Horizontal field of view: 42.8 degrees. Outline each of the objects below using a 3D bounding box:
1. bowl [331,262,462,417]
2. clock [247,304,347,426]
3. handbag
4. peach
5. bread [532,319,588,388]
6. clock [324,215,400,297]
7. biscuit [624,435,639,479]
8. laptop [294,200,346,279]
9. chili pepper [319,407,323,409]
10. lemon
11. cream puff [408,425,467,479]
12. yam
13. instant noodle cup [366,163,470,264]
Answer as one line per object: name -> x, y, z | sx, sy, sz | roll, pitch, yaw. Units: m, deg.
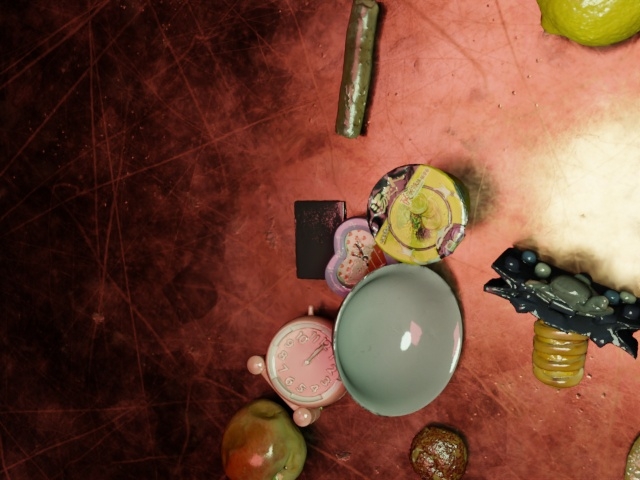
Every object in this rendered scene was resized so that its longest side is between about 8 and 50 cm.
bowl -> 0.144, 0.215, 1.860 | 0.157, 0.345, 0.346 | 7, 104, 62
clock -> -0.017, 0.291, 1.985 | 0.227, 0.142, 0.241 | 45, 100, 13
handbag -> 0.508, 0.117, 1.672 | 0.325, 0.269, 0.118 | 22, 104, 17
peach -> -0.145, 0.507, 2.039 | 0.214, 0.214, 0.236 | -50, 44, 21
bread -> 0.524, 0.243, 1.788 | 0.119, 0.084, 0.177 | 5, 104, 21
clock -> 0.106, 0.043, 1.926 | 0.172, 0.064, 0.198 | 14, 105, 3
biscuit -> 0.745, 0.470, 1.759 | 0.141, 0.038, 0.290 | 40, 109, 12
laptop -> 0.000, 0.000, 1.992 | 0.135, 0.016, 0.197 | 2, 97, 22
chili pepper -> -0.027, 0.400, 2.064 | 0.083, 0.017, 0.030 | 21, 106, 20
lemon -> 0.552, -0.514, 1.563 | 0.310, 0.253, 0.253 | -40, 83, 17
cream puff -> 0.274, 0.515, 1.928 | 0.149, 0.084, 0.149 | 3, 98, 22
yam -> 0.082, -0.394, 1.867 | 0.071, 0.067, 0.318 | 10, 104, 6
instant noodle cup -> 0.234, -0.069, 1.767 | 0.215, 0.236, 0.216 | 4, 100, 21
